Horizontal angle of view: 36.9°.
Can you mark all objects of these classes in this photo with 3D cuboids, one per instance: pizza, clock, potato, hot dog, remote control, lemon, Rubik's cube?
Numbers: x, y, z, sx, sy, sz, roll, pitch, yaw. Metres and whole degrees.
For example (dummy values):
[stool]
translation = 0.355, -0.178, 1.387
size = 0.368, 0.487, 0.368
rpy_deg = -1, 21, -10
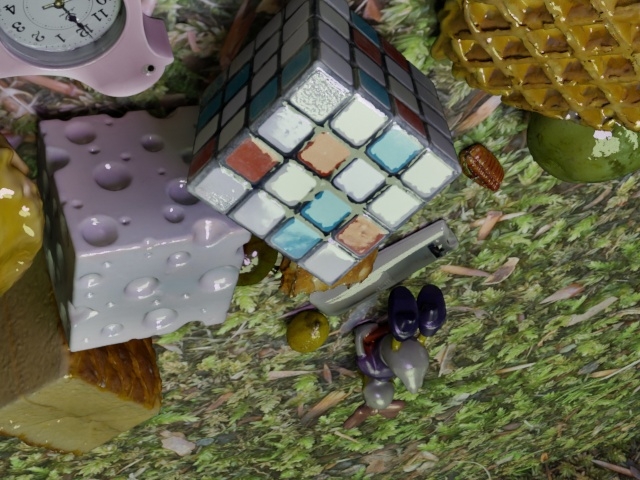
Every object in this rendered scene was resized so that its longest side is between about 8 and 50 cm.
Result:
[pizza]
translation = 0.000, 0.000, 1.686
size = 0.226, 0.086, 0.335
rpy_deg = -46, 147, -4
[clock]
translation = -0.344, -0.254, 1.161
size = 0.290, 0.080, 0.275
rpy_deg = -25, 147, 8
[potato]
translation = 0.488, -0.210, 1.578
size = 0.305, 0.215, 0.216
rpy_deg = -18, 148, 2
[hot dog]
translation = 0.296, -0.128, 1.740
size = 0.062, 0.038, 0.144
rpy_deg = -32, 146, 16
[remote control]
translation = 0.130, 0.067, 1.919
size = 0.313, 0.055, 0.109
rpy_deg = -29, 147, 11
[lemon]
translation = -0.028, 0.191, 1.989
size = 0.082, 0.082, 0.111
rpy_deg = 9, 141, -38
[Rubik's cube]
translation = 0.001, -0.145, 1.288
size = 0.253, 0.259, 0.256
rpy_deg = 35, 118, -27

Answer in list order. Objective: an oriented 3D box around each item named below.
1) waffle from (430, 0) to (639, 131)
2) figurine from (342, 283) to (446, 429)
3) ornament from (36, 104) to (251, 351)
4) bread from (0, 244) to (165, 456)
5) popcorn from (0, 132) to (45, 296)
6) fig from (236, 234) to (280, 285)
[waffle]
translation = 0.334, -0.269, 1.294
size = 0.382, 0.095, 0.379
rpy_deg = 21, 162, 5
[figurine]
translation = 0.160, 0.269, 2.108
size = 0.154, 0.193, 0.421
rpy_deg = -8, 150, -26
[ornament]
translation = -0.262, -0.020, 1.371
size = 0.240, 0.239, 0.239
rpy_deg = -9, 147, -23
[bread]
translation = -0.422, 0.182, 1.580
size = 0.207, 0.279, 0.279
rpy_deg = -30, 145, 10
[popcorn]
translation = -0.556, -0.011, 1.185
size = 0.390, 0.354, 0.344
rpy_deg = -56, 135, -24
[fig]
translation = -0.117, 0.023, 1.690
size = 0.124, 0.124, 0.236
rpy_deg = -28, 168, 11
